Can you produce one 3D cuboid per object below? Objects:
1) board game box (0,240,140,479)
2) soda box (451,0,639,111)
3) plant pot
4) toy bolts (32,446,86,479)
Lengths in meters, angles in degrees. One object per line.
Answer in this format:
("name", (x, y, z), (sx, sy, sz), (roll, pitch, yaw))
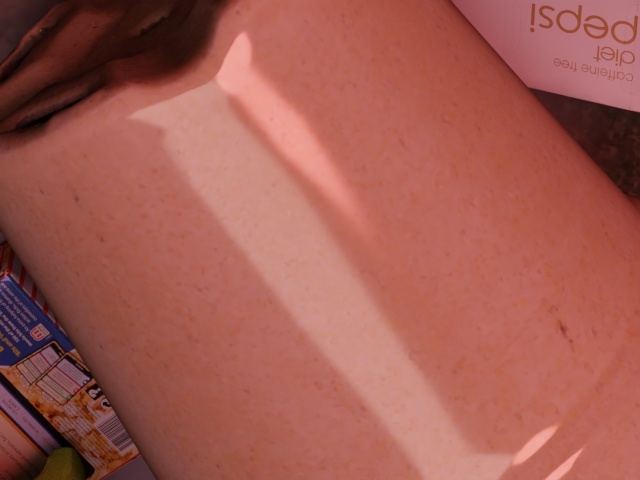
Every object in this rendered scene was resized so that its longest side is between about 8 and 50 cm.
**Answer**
("board game box", (-0.212, 0.110, 1.095), (0.193, 0.045, 0.147), (-34, 115, 12))
("soda box", (0.175, -0.108, 0.944), (0.216, 0.074, 0.069), (15, 120, 29))
("plant pot", (0.000, 0.000, 0.902), (0.333, 0.334, 0.305), (-32, 113, 11))
("toy bolts", (-0.112, 0.232, 1.074), (0.228, 0.158, 0.218), (-6, 135, -18))
